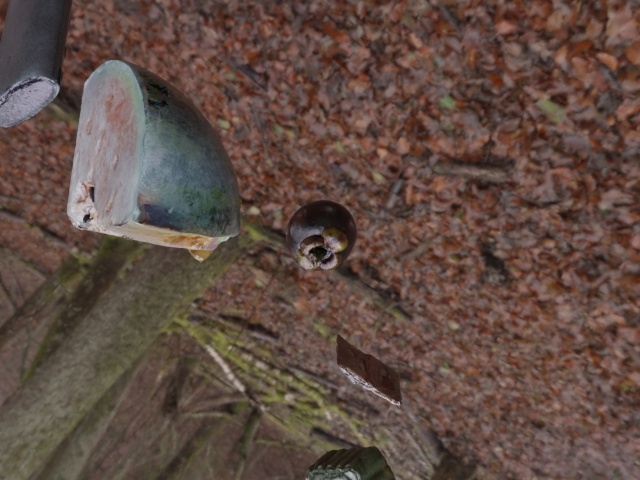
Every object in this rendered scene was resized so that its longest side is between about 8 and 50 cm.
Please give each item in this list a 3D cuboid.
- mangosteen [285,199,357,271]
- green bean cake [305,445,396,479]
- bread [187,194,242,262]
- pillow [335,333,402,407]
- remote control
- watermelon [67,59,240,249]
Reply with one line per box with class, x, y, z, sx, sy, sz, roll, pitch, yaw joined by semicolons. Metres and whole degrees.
mangosteen;0.000;0.000;0.996;0.140;0.140;0.140;30;163;10
green bean cake;0.070;0.512;1.176;0.181;0.094;0.173;-24;92;48
bread;-0.222;-0.018;1.100;0.155;0.135;0.054;-19;139;21
pillow;0.132;0.368;1.634;0.248;0.049;0.135;35;-158;-19
remote control;-0.314;-0.302;0.670;0.107;0.377;0.044;-25;148;33
watermelon;-0.174;-0.087;0.669;0.175;0.188;0.322;10;180;-38
